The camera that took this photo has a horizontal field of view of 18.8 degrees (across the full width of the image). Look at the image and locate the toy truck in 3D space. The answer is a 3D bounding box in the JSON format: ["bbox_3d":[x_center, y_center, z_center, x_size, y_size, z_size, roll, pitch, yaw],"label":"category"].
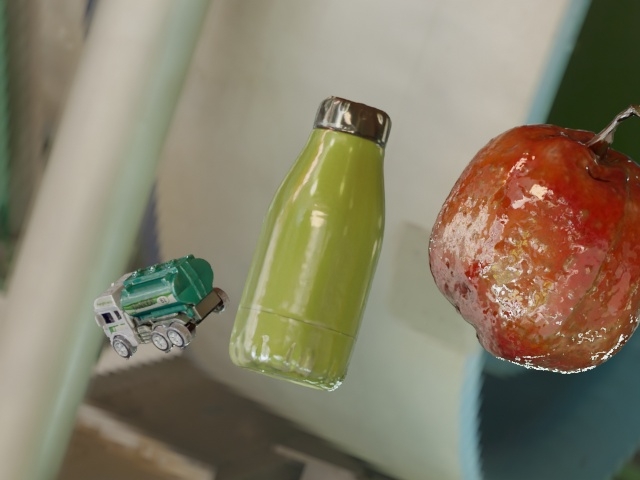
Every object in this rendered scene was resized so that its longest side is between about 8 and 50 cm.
[{"bbox_3d":[-0.087,0.034,1.033,0.083,0.044,0.039,-14,-158,49],"label":"toy truck"}]

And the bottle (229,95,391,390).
[{"bbox_3d":[0.000,0.000,1.752,0.112,0.260,0.112,15,173,2],"label":"bottle"}]

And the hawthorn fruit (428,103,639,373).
[{"bbox_3d":[0.164,-0.012,1.300,0.157,0.194,0.157,24,-159,-10],"label":"hawthorn fruit"}]
